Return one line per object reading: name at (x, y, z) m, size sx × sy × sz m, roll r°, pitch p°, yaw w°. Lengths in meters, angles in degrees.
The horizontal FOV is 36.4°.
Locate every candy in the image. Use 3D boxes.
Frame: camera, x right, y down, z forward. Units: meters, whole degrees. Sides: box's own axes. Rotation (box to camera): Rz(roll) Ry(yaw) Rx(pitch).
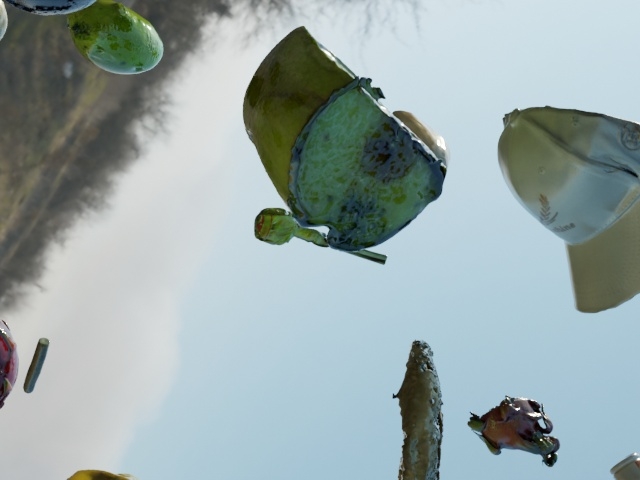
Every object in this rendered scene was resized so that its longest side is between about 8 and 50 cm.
candy at (0.001, -0.002, 1.850) m, size 0.077 × 0.262 × 0.073 m, roll -69°, pitch 176°, yaw -84°

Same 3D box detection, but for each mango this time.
mango at (-0.324, -0.330, 1.565) m, size 0.100 × 0.178 × 0.119 m, roll -27°, pitch -115°, yaw 32°

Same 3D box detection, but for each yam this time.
yam at (-0.450, 0.199, 1.538) m, size 0.021 × 0.021 × 0.116 m, roll -84°, pitch -163°, yaw -58°

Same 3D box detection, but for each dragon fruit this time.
dragon fruit at (0.375, 0.352, 1.825) m, size 0.142 × 0.175 × 0.138 m, roll -46°, pitch 160°, yaw -16°
dragon fruit at (-0.367, 0.088, 0.983) m, size 0.094 × 0.190 × 0.094 m, roll -17°, pitch -155°, yaw 8°

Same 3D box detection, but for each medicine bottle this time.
medicine bottle at (0.518, 0.397, 1.582) m, size 0.057 × 0.057 × 0.089 m, roll -49°, pitch -122°, yaw 30°

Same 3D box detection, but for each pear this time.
pear at (-0.011, -0.138, 1.118) m, size 0.164 × 0.238 × 0.255 m, roll -44°, pitch -129°, yaw 8°

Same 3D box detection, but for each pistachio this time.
pistachio at (0.207, -0.198, 2.129) m, size 0.200 × 0.145 × 0.117 m, roll -116°, pitch -145°, yaw -45°

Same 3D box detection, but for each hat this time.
hat at (0.351, -0.043, 1.396) m, size 0.258 × 0.168 × 0.301 m, roll 174°, pitch -91°, yaw -74°

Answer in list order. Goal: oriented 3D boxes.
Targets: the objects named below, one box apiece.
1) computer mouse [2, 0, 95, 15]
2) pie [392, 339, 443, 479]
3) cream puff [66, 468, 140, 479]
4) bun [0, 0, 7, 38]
computer mouse at (-0.302, -0.309, 0.950) m, size 0.137 × 0.233 × 0.096 m, roll -8°, pitch -133°, yaw 17°
pie at (0.114, 0.249, 1.137) m, size 0.274 × 0.055 × 0.274 m, roll 2°, pitch 90°, yaw -82°
cream puff at (-0.325, 0.442, 1.178) m, size 0.324 × 0.257 × 0.291 m, roll -47°, pitch -128°, yaw 45°
bun at (-0.553, -0.350, 1.419) m, size 0.178 × 0.193 × 0.127 m, roll -19°, pitch -103°, yaw 42°
